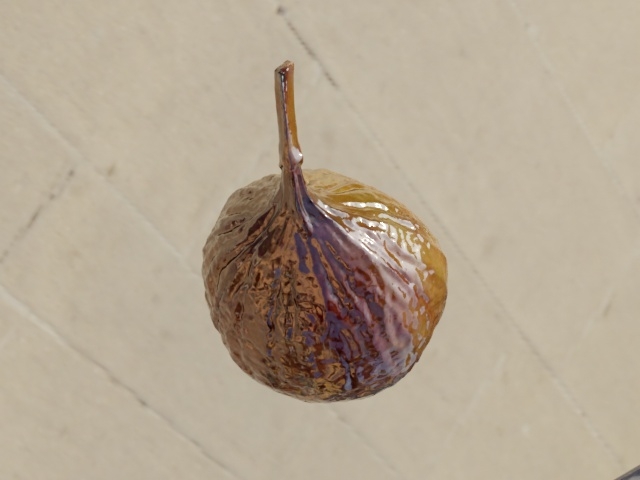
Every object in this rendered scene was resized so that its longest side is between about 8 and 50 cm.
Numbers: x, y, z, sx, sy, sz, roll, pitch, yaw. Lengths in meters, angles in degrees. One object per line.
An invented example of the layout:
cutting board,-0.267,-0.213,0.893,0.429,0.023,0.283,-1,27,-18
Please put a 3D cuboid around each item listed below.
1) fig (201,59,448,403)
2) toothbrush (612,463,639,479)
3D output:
fig,0.000,0.000,0.860,0.201,0.146,0.134,88,16,-59
toothbrush,0.211,0.084,0.741,0.288,0.024,0.026,-33,149,10
